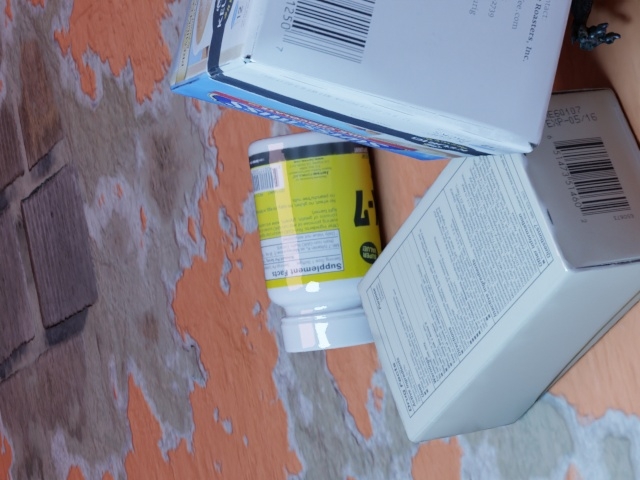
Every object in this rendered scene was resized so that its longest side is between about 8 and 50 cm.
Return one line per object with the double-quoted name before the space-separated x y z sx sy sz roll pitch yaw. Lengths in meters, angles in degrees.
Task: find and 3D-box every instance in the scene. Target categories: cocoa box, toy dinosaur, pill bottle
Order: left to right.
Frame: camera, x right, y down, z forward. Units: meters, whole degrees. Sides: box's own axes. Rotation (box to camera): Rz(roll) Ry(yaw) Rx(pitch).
"pill bottle" 0.000 0.000 1.806 0.119 0.119 0.209 -9 89 64
"cocoa box" 0.054 -0.252 1.366 0.228 0.231 0.347 180 104 -72
"toy dinosaur" 0.179 -0.188 1.454 0.268 0.064 0.118 126 146 -55

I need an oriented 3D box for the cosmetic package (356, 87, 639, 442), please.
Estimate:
"cosmetic package" 0.151 0.026 1.509 0.309 0.113 0.160 -56 47 55
